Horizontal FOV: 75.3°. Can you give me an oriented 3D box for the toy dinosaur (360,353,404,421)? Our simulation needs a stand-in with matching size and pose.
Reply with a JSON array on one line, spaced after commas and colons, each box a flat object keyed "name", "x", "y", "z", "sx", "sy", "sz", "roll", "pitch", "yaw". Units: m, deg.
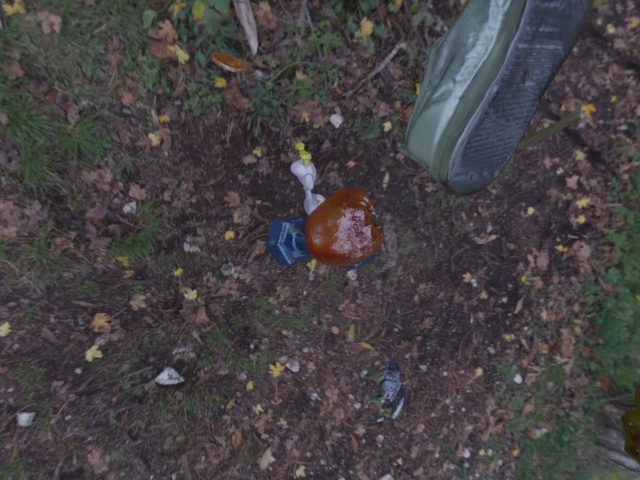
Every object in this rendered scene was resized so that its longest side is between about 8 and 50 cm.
[{"name": "toy dinosaur", "x": 0.228, "y": 0.519, "z": 1.457, "sx": 0.077, "sy": 0.294, "sz": 0.162, "roll": 39, "pitch": 111, "yaw": -23}]

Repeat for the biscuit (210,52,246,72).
[{"name": "biscuit", "x": -0.231, "y": -0.451, "z": 1.055, "sx": 0.091, "sy": 0.015, "sz": 0.078, "roll": 35, "pitch": 40, "yaw": 12}]

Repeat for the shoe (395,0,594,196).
[{"name": "shoe", "x": 0.162, "y": -0.183, "z": 0.394, "sx": 0.103, "sy": 0.098, "sz": 0.275, "roll": 14, "pitch": 107, "yaw": -44}]

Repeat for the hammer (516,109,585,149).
[{"name": "hammer", "x": 0.405, "y": -0.192, "z": 0.786, "sx": 0.013, "sy": 0.199, "sz": 0.062, "roll": 32, "pitch": 71, "yaw": -12}]

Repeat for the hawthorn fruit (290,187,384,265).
[{"name": "hawthorn fruit", "x": 0.027, "y": -0.014, "z": 0.873, "sx": 0.203, "sy": 0.162, "sz": 0.163, "roll": -22, "pitch": 88, "yaw": 24}]

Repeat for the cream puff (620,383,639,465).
[{"name": "cream puff", "x": 0.806, "y": 0.416, "z": 0.875, "sx": 0.185, "sy": 0.282, "sz": 0.282, "roll": 13, "pitch": 78, "yaw": -13}]

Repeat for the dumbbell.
[{"name": "dumbbell", "x": 0.000, "y": 0.000, "z": 1.164, "sx": 0.160, "sy": 0.324, "sz": 0.144, "roll": -14, "pitch": 101, "yaw": -48}]

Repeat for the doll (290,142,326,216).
[{"name": "doll", "x": -0.038, "y": -0.193, "z": 1.616, "sx": 0.094, "sy": 0.160, "sz": 0.365, "roll": -22, "pitch": 129, "yaw": -1}]
